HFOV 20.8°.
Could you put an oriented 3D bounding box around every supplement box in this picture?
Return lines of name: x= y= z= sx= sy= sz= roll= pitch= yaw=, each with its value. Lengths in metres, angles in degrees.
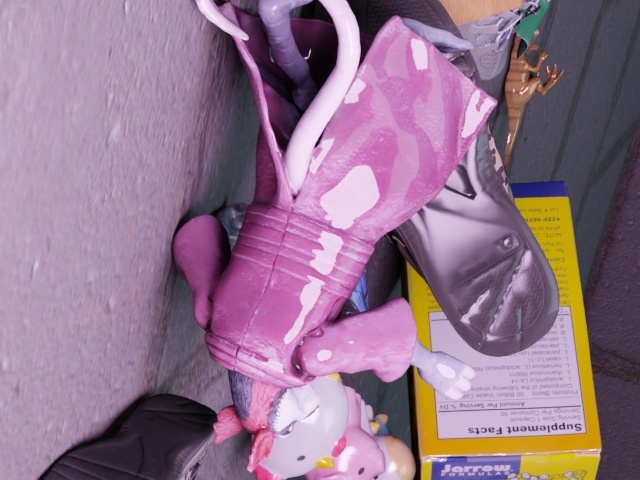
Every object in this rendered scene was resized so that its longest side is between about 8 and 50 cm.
supplement box: x=0.196 y=0.132 z=1.985 sx=0.195 sy=0.194 sz=0.357 roll=87 pitch=2 yaw=-56

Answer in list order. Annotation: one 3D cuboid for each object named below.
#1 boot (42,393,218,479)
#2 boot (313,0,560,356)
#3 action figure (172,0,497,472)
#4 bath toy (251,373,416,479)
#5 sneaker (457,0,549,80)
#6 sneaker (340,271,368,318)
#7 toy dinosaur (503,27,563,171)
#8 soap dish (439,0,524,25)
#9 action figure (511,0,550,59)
boot: x=-0.163 y=0.240 z=1.375 sx=0.236 sy=0.085 sz=0.179 roll=-40 pitch=149 yaw=-61
boot: x=0.086 y=-0.094 z=1.630 sx=0.138 sy=0.377 sz=0.284 roll=-30 pitch=-164 yaw=0
action figure: x=0.000 y=0.000 z=1.317 sx=0.276 sy=0.248 sz=0.370 roll=21 pitch=87 yaw=-74
bath toy: x=0.009 y=0.213 z=1.794 sx=0.348 sy=0.151 sz=0.129 roll=48 pitch=59 yaw=-70
sneaker: x=0.195 y=-0.260 z=1.877 sx=0.281 sy=0.115 sz=0.105 roll=84 pitch=30 yaw=-58
sneaker: x=0.018 y=0.021 z=1.717 sx=0.221 sy=0.083 sz=0.087 roll=89 pitch=21 yaw=-58
toy dinosaur: x=0.266 y=-0.194 z=2.337 sx=0.112 sy=0.064 sz=0.211 roll=-26 pitch=128 yaw=-42
soap dish: x=0.167 y=-0.362 z=1.582 sx=0.229 sy=0.118 sz=0.291 roll=78 pitch=33 yaw=-45
action figure: x=0.277 y=-0.349 z=2.138 sx=0.232 sy=0.063 sz=0.137 roll=-56 pitch=158 yaw=-29
